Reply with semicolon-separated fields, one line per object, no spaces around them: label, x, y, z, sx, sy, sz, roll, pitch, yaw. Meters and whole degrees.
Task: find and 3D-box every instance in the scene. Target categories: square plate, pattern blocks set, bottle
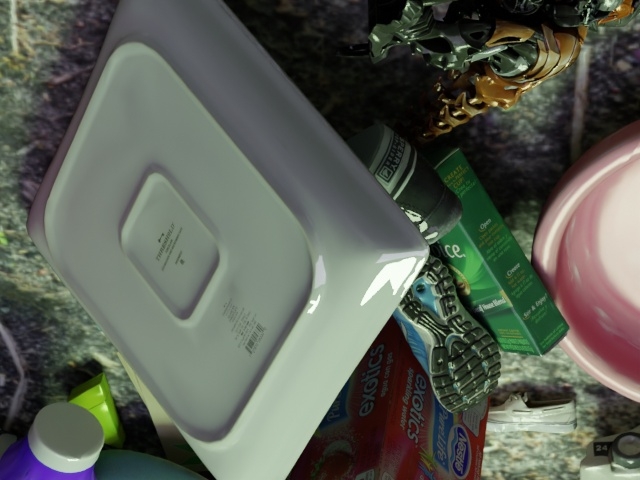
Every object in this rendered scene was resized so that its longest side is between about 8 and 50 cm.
square plate;-0.100;-0.002;1.538;0.344;0.049;0.347;50;135;21
pattern blocks set;-0.094;0.153;1.833;0.285;0.026;0.325;2;132;8
bottle;-0.275;0.264;1.845;0.092;0.118;0.283;45;131;18

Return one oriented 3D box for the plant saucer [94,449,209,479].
plant saucer;-0.132;0.334;1.912;0.318;0.043;0.317;22;140;20

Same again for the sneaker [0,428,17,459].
sneaker;-0.412;0.246;1.928;0.153;0.094;0.235;27;130;-13

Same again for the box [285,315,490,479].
box;0.055;0.168;1.663;0.123;0.257;0.128;-27;122;31

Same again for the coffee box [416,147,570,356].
coffee box;0.115;0.010;1.595;0.184;0.040;0.113;57;156;-19

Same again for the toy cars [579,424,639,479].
toy cars;0.254;0.251;1.826;0.176;0.087;0.394;36;125;-27

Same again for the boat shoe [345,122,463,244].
boat shoe;0.002;-0.003;1.578;0.105;0.113;0.306;38;144;-19

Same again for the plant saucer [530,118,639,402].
plant saucer;0.337;0.006;1.587;0.332;0.084;0.332;5;133;6

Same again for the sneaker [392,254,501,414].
sneaker;0.096;0.068;1.614;0.063;0.073;0.162;-28;115;-8

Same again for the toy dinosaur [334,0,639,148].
toy dinosaur;0.131;-0.173;1.427;0.218;0.164;0.322;14;113;-24

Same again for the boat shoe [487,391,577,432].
boat shoe;0.183;0.153;1.785;0.100;0.035;0.035;2;105;13
